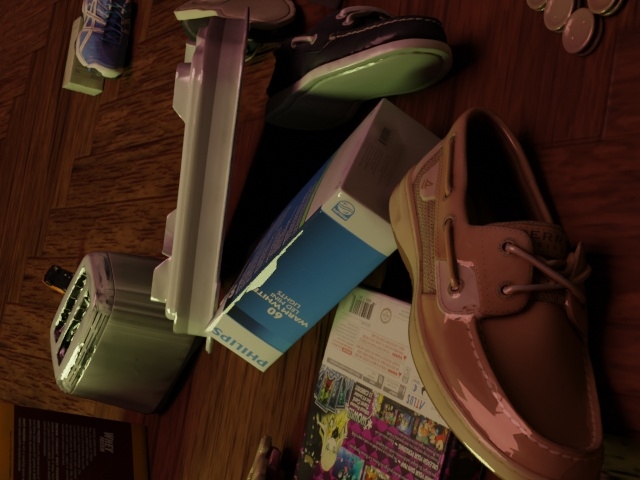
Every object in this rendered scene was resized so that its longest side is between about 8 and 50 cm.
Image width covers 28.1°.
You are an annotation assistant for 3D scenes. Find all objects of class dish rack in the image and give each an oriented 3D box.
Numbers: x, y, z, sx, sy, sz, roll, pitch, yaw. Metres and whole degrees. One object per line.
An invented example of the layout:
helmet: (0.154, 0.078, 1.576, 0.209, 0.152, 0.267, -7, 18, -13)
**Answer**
dish rack: (-0.126, -0.075, 1.355, 0.285, 0.072, 0.333, -96, 15, -73)

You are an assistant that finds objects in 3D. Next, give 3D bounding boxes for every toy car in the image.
toy car: (-0.401, 0.100, 1.960, 0.040, 0.060, 0.122, 87, -171, -65)

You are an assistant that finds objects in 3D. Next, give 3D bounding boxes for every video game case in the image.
video game case: (0.062, 0.156, 1.087, 0.232, 0.041, 0.210, 16, 92, 62)

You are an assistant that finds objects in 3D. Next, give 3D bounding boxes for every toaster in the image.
toaster: (-0.232, 0.104, 1.543, 0.227, 0.146, 0.129, -58, 34, 31)

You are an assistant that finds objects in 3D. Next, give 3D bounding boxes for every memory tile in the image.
memory tile: (0.218, -0.227, 0.996, 0.148, 0.012, 0.113, -61, 32, 26)

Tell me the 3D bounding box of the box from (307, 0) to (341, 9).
box: (-0.016, -0.321, 1.387, 0.102, 0.087, 0.101, -66, 30, 20)

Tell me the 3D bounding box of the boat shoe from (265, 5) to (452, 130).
boat shoe: (0.025, -0.178, 1.224, 0.302, 0.114, 0.091, -12, 74, 59)

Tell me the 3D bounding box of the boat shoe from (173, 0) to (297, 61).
boat shoe: (-0.093, -0.253, 1.539, 0.233, 0.084, 0.079, 17, 130, 56)

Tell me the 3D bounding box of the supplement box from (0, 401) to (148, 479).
supplement box: (-0.322, 0.324, 1.564, 0.129, 0.194, 0.191, -50, 38, 41)

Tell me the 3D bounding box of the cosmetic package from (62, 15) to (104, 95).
cosmetic package: (-0.380, -0.300, 2.084, 0.041, 0.060, 0.115, -11, 67, 61)

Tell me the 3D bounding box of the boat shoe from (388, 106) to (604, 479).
boat shoe: (0.132, 0.032, 0.927, 0.110, 0.121, 0.341, -58, 32, 33)

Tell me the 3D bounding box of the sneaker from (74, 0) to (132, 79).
sneaker: (-0.337, -0.339, 1.998, 0.081, 0.080, 0.211, -53, 37, 43)

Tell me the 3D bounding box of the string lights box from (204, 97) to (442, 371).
string lights box: (0.000, 0.000, 1.182, 0.260, 0.076, 0.133, -46, 13, 45)

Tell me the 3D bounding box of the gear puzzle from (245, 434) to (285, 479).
gear puzzle: (-0.096, 0.373, 1.258, 0.175, 0.044, 0.339, -85, 15, -71)
